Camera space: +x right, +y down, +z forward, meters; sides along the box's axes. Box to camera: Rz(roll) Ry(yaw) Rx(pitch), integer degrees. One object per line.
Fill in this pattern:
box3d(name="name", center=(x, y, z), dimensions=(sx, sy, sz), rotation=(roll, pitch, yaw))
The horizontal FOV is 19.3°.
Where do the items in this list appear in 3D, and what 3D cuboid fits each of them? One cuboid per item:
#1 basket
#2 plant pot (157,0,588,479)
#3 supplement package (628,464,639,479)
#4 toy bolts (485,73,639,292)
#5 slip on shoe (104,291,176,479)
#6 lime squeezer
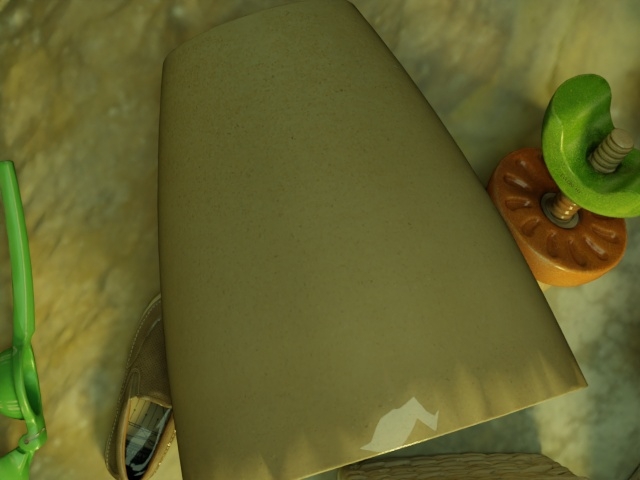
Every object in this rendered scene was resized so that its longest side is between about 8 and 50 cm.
box3d(name="basket", center=(0.094, 0.207, 1.268), dimensions=(0.167, 0.103, 0.113), rotation=(-1, 98, -9))
box3d(name="plant pot", center=(0.000, 0.000, 1.167), dimensions=(0.256, 0.256, 0.274), rotation=(-17, 84, -7))
box3d(name="supplement package", center=(0.328, 0.152, 1.283), dimensions=(0.134, 0.139, 0.244), rotation=(38, 91, -11))
box3d(name="toy bolts", center=(0.236, 0.003, 1.258), dimensions=(0.228, 0.158, 0.218), rotation=(47, 47, 12))
box3d(name="slip on shoe", center=(-0.109, 0.099, 1.247), dimensions=(0.051, 0.041, 0.135), rotation=(21, 94, -12))
box3d(name="lime squeezer", center=(-0.225, 0.108, 1.232), dimensions=(0.110, 0.059, 0.310), rotation=(27, 95, 18))
